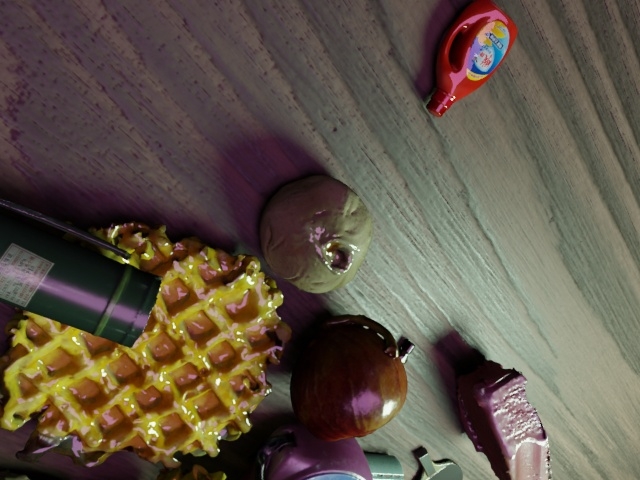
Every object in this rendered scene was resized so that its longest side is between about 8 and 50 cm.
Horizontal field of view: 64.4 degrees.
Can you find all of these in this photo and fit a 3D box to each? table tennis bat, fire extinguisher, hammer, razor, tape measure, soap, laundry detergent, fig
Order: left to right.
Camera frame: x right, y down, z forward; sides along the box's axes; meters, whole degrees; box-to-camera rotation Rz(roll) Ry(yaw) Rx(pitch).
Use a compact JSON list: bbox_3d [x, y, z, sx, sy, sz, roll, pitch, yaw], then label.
[{"bbox_3d":[-0.331,0.024,0.557,0.295,0.093,0.118,27,84,-21],"label":"fire extinguisher"},{"bbox_3d":[-0.032,0.437,0.910,0.245,0.149,0.231,27,103,-23],"label":"tape measure"},{"bbox_3d":[0.046,0.216,0.819,0.205,0.205,0.205,-9,116,-19],"label":"fig"},{"bbox_3d":[0.071,0.538,1.047,0.106,0.068,0.231,17,110,-27],"label":"razor"},{"bbox_3d":[0.098,0.177,0.915,0.178,0.021,0.065,35,96,-29],"label":"hammer"},{"bbox_3d":[0.256,0.535,1.143,0.130,0.019,0.220,-31,123,-8],"label":"table tennis bat"},{"bbox_3d":[0.209,-0.259,0.743,0.097,0.049,0.165,32,99,-24],"label":"laundry detergent"},{"bbox_3d":[0.365,0.361,1.017,0.112,0.182,0.289,-26,126,-8],"label":"soap"}]

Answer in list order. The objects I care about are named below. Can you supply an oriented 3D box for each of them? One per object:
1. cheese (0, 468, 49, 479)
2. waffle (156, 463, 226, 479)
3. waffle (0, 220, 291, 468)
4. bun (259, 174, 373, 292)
[{"bbox_3d":[-0.441,0.414,0.722,0.091,0.175,0.203,-32,152,21],"label":"cheese"},{"bbox_3d":[-0.156,0.480,0.805,0.062,0.330,0.328,-43,136,-53],"label":"waffle"},{"bbox_3d":[-0.241,0.156,0.721,0.383,0.095,0.379,15,106,-25],"label":"waffle"},{"bbox_3d":[0.000,0.000,0.734,0.167,0.113,0.173,-32,119,-7],"label":"bun"}]
